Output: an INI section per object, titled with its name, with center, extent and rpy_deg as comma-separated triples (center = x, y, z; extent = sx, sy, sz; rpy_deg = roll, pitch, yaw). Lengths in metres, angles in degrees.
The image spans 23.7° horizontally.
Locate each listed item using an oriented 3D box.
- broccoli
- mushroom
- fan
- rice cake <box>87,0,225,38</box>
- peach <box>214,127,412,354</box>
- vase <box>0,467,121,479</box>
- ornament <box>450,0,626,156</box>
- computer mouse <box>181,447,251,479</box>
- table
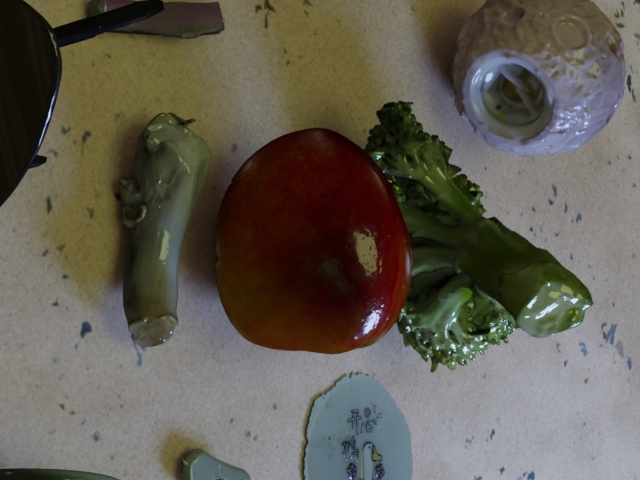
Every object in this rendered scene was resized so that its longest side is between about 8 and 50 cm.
[broccoli]
center = 0.204, 0.048, 2.008
extent = 0.275, 0.397, 0.353
rpy_deg = -55, 149, -1
[mushroom]
center = -0.186, -0.014, 1.783
extent = 0.099, 0.096, 0.278
rpy_deg = 16, 79, -45
[fan]
center = 0.060, 0.387, 2.077
extent = 0.233, 0.012, 0.415
rpy_deg = 2, 85, -47
[rice cake]
center = -0.194, -0.269, 1.835
extent = 0.206, 0.036, 0.047
rpy_deg = -5, 100, -48
[peach]
center = 0.000, 0.000, 1.851
extent = 0.248, 0.245, 0.275
rpy_deg = -6, 93, -29
[vase]
center = -0.292, 0.383, 1.539
extent = 0.245, 0.245, 0.291
rpy_deg = 16, 69, -46
[ornament]
center = 0.321, -0.251, 2.242
extent = 0.225, 0.259, 0.259
rpy_deg = -42, 117, -47
[computer mouse]
center = -0.133, 0.292, 1.860
extent = 0.110, 0.032, 0.056
rpy_deg = 34, 61, -29
[table]
center = -0.318, -0.182, 1.537
extent = 0.249, 0.317, 0.317
rpy_deg = -38, 115, -59
